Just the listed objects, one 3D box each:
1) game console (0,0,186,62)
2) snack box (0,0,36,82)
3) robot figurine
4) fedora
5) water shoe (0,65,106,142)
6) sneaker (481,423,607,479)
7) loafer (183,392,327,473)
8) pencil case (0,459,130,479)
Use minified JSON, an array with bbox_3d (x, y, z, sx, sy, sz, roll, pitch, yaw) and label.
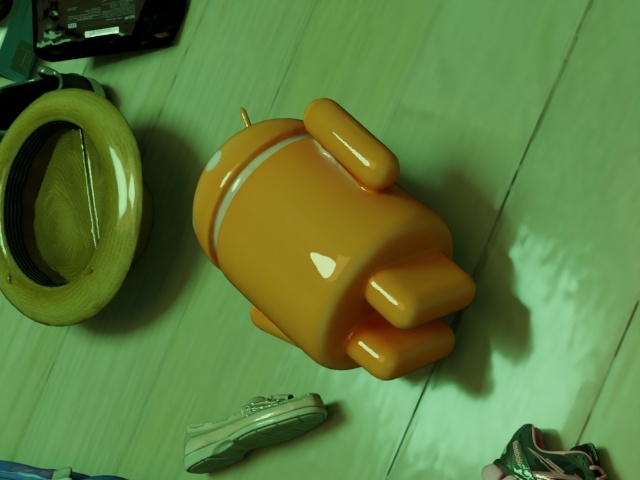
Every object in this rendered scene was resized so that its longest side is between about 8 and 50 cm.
[{"bbox_3d":[-0.298,-0.260,0.911,0.362,0.044,0.213,-5,81,10],"label":"game console"},{"bbox_3d":[-0.399,-0.287,1.005,0.322,0.060,0.187,20,88,20],"label":"snack box"},{"bbox_3d":[-0.001,0.002,0.686,0.128,0.158,0.219,-43,57,-11],"label":"robot figurine"},{"bbox_3d":[-0.195,-0.026,0.841,0.194,0.079,0.194,-3,85,31],"label":"fedora"},{"bbox_3d":[-0.289,-0.107,0.918,0.203,0.080,0.072,-23,66,25],"label":"water shoe"},{"bbox_3d":[0.156,0.150,0.604,0.119,0.047,0.057,29,82,32],"label":"sneaker"},{"bbox_3d":[-0.052,0.131,0.735,0.125,0.045,0.039,-29,57,26],"label":"loafer"},{"bbox_3d":[-0.260,0.225,0.789,0.306,0.119,0.133,2,108,32],"label":"pencil case"}]
